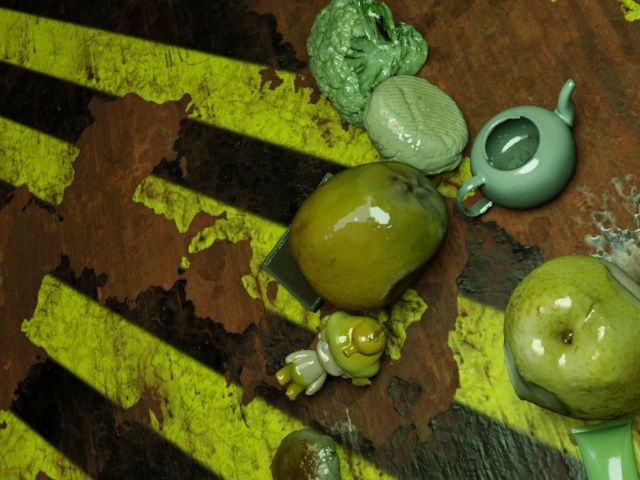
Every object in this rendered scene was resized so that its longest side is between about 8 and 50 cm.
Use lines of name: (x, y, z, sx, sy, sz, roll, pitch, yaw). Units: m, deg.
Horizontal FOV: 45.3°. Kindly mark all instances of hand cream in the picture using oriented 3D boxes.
hand cream: (0.453, 0.369, 1.187, 0.095, 0.046, 0.175, -20, 56, 26)

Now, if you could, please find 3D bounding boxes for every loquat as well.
loquat: (0.087, -0.016, 1.419, 0.284, 0.276, 0.276, -49, 51, 34)

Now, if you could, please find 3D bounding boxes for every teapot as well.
teapot: (0.361, -0.154, 1.391, 0.294, 0.129, 0.193, -44, 54, 11)

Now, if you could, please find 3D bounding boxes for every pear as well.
pear: (0.406, 0.146, 1.176, 0.271, 0.271, 0.271, -12, 66, 29)

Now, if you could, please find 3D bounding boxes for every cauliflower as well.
cauliflower: (0.099, -0.398, 1.631, 0.250, 0.275, 0.272, -6, 31, -7)

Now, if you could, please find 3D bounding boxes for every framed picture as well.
framed picture: (0.000, 0.000, 1.630, 0.189, 0.023, 0.260, 38, 94, 37)

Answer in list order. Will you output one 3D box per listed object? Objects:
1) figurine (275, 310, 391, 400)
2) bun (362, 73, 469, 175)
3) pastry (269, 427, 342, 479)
figurine: (0.029, 0.220, 1.468, 0.246, 0.131, 0.156, -30, 93, 19)
bun: (0.184, -0.213, 1.504, 0.134, 0.220, 0.220, -51, 46, 46)
pastry: (-0.026, 0.431, 1.446, 0.153, 0.081, 0.153, -9, 70, 26)
